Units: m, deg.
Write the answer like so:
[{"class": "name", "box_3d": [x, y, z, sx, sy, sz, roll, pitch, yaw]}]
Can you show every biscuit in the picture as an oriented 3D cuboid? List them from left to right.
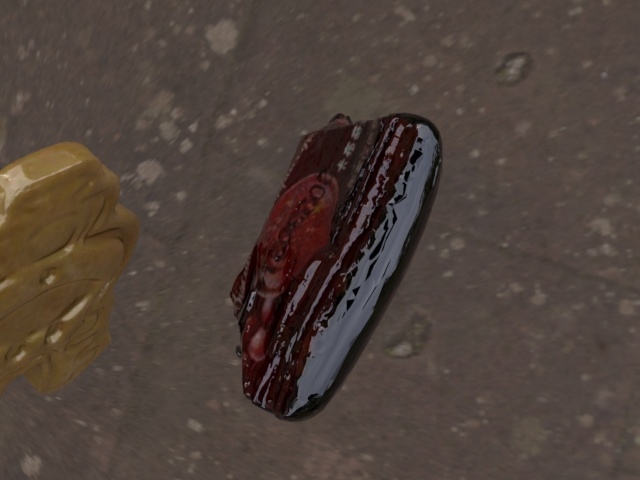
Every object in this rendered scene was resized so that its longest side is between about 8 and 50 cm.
[{"class": "biscuit", "box_3d": [-0.172, 0.034, 0.812, 0.040, 0.236, 0.144, 43, 51, 16]}, {"class": "biscuit", "box_3d": [-0.002, 0.006, 0.690, 0.063, 0.235, 0.151, 25, 91, -4]}]
